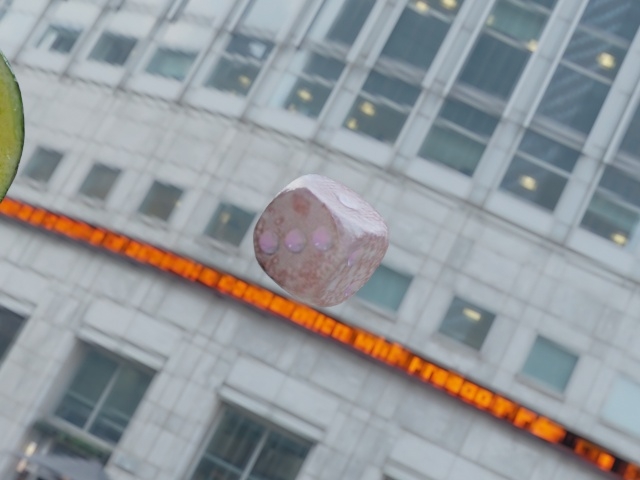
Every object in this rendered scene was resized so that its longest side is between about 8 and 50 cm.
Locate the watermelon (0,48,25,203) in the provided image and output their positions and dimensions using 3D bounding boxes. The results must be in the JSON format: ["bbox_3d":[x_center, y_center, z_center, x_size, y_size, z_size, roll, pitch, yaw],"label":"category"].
[{"bbox_3d":[-0.416,-0.102,1.500,0.123,0.301,0.129,23,6,37],"label":"watermelon"}]

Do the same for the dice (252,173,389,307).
[{"bbox_3d":[0.000,0.000,1.218,0.093,0.091,0.094,43,22,23],"label":"dice"}]
